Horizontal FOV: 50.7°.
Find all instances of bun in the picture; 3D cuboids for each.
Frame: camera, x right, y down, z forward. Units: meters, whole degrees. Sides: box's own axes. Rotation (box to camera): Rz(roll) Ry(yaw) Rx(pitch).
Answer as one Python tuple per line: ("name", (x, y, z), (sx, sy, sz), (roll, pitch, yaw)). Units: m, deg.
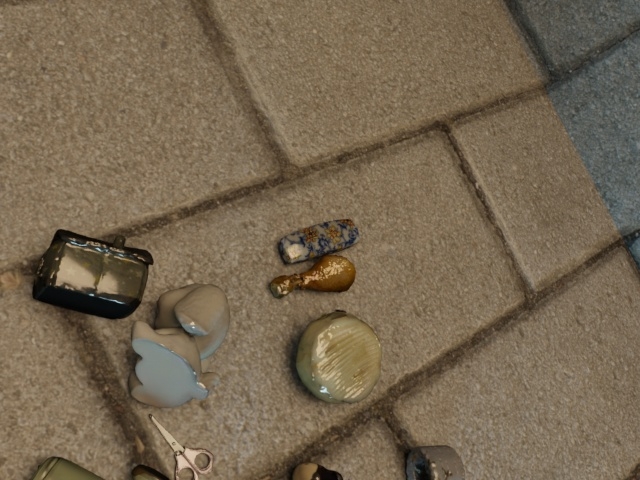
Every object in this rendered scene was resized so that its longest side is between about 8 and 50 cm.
("bun", (0.037, 0.290, 1.695), (0.239, 0.141, 0.239), (7, 79, -35))

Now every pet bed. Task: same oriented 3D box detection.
("pet bed", (-0.480, 0.060, 1.432), (0.211, 0.183, 0.159), (19, 65, -25))

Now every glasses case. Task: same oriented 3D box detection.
("glasses case", (0.000, 0.000, 1.826), (0.248, 0.065, 0.087), (-15, 82, -34))

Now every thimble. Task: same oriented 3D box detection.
("thimble", (0.300, 0.608, 1.747), (0.118, 0.127, 0.151), (5, 75, -29))

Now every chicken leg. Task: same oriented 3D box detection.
("chicken leg", (-0.015, 0.101, 1.772), (0.251, 0.087, 0.107), (-13, 87, -30))

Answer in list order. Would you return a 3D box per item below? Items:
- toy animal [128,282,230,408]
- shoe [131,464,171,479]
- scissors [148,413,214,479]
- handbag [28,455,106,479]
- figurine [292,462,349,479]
("toy animal", (-0.292, 0.212, 1.490), (0.206, 0.271, 0.265), (16, 36, 4))
("shoe", (-0.302, 0.578, 1.404), (0.098, 0.103, 0.275), (-44, 97, -24))
("scissors", (-0.317, 0.455, 1.490), (0.100, 0.015, 0.189), (-41, 95, -33))
("handbag", (-0.452, 0.578, 1.284), (0.315, 0.109, 0.241), (38, 59, -7))
("figurine", (0.062, 0.680, 1.539), (0.412, 0.241, 0.306), (27, 34, -1))
